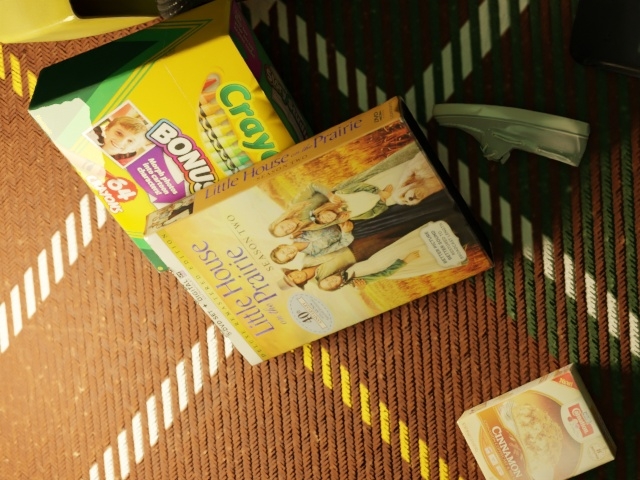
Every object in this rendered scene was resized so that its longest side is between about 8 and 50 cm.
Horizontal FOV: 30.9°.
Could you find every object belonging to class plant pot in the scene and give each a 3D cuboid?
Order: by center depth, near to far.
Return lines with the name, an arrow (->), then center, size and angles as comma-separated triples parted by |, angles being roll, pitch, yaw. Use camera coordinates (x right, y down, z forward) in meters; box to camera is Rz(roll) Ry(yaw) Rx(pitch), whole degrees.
plant pot -> -0.407, -0.406, 1.779 | 0.187, 0.212, 0.212 | -20, 91, 31

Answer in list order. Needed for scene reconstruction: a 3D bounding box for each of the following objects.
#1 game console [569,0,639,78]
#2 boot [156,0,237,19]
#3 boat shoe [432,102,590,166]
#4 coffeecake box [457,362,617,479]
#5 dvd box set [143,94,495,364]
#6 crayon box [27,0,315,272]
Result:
game console -> 0.538, -0.362, 1.510 | 0.386, 0.060, 0.342 | 20, 102, 33
boot -> -0.106, -0.395, 1.708 | 0.222, 0.338, 0.118 | -13, 108, -26
boat shoe -> 0.268, -0.149, 1.661 | 0.227, 0.079, 0.081 | 10, 95, 12
coffeecake box -> 0.319, 0.286, 1.704 | 0.185, 0.068, 0.142 | -28, 87, 17
dvd box set -> 0.000, 0.000, 1.686 | 0.420, 0.062, 0.308 | -23, 125, 17
crayon box -> -0.185, -0.139, 1.678 | 0.313, 0.106, 0.363 | -17, 133, 19
